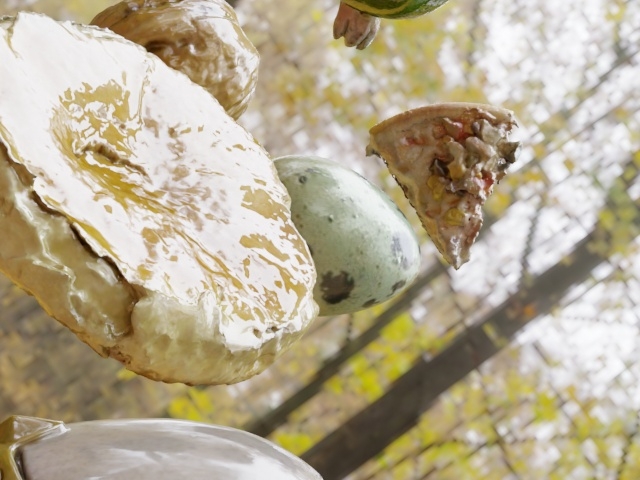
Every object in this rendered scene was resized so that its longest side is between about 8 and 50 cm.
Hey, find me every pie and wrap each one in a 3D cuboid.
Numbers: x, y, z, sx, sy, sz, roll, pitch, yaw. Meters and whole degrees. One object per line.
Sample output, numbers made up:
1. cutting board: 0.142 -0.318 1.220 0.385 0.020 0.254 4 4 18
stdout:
1. pie: -0.133 -0.036 1.229 0.339 0.083 0.339 38 24 -20

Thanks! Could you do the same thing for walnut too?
1. walnut: -0.156 -0.167 1.728 0.155 0.184 0.155 165 -90 -73

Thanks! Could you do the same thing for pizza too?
1. pizza: 0.145 -0.063 2.027 0.052 0.185 0.195 20 63 -75

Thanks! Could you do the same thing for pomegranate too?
1. pomegranate: 0.067 -0.303 1.919 0.180 0.180 0.210 46 -50 26

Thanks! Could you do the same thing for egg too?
1. egg: 0.000 0.000 1.943 0.228 0.177 0.177 18 -22 -3

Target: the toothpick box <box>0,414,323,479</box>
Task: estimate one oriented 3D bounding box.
1. toothpick box: -0.201 0.345 1.496 0.409 0.425 0.409 177 -90 -89
